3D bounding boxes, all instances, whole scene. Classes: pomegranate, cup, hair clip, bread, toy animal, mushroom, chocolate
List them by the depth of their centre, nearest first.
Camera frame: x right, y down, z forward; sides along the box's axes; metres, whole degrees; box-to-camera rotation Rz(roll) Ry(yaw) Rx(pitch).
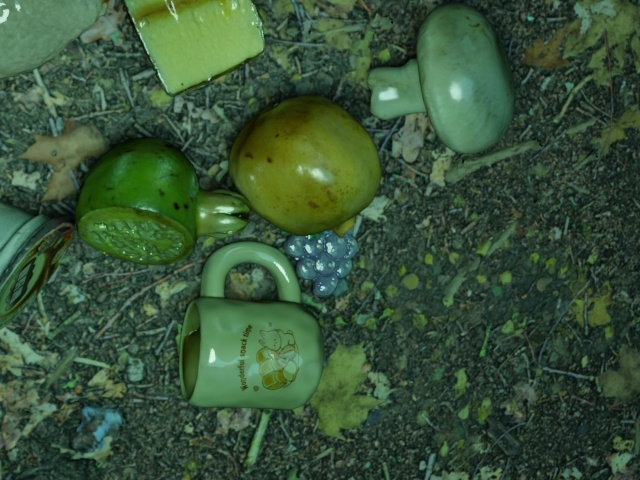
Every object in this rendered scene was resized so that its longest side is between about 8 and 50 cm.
[{"bbox_3d":[-0.461,-0.324,1.207,0.358,0.188,0.227,-13,112,-18],"label":"toy animal"},{"bbox_3d":[-0.458,0.010,1.306,0.147,0.221,0.221,40,86,2],"label":"chocolate"},{"bbox_3d":[-0.183,-0.347,1.310,0.178,0.135,0.240,-21,108,4],"label":"bread"},{"bbox_3d":[-0.234,-0.071,1.337,0.190,0.240,0.159,47,43,-52],"label":"pomegranate"},{"bbox_3d":[-0.022,-0.114,1.397,0.233,0.233,0.233,-4,103,-19],"label":"pomegranate"},{"bbox_3d":[0.192,-0.249,1.472,0.243,0.243,0.244,-4,103,-19],"label":"mushroom"},{"bbox_3d":[-0.114,0.147,1.478,0.202,0.255,0.173,5,142,-20],"label":"cup"},{"bbox_3d":[-0.001,0.000,1.530,0.124,0.052,0.195,-30,102,-20],"label":"hair clip"}]

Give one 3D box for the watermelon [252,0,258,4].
[{"bbox_3d":[-0.091,-0.413,1.374,0.125,0.094,0.135,-1,107,-29],"label":"watermelon"}]
